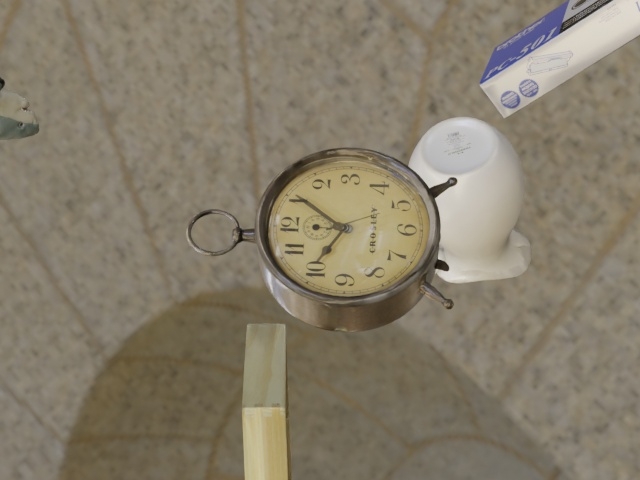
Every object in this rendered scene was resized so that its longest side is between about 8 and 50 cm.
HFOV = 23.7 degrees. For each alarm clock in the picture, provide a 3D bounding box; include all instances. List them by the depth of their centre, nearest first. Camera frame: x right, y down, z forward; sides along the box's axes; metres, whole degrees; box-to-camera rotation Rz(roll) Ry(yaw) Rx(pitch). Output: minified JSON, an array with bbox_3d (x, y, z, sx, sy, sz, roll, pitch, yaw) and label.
[{"bbox_3d":[0.000,0.000,1.086,0.192,0.129,0.064,5,-31,1],"label":"alarm clock"}]

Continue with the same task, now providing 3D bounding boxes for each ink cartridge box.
[{"bbox_3d":[0.251,-0.201,1.437,0.207,0.046,0.097,-32,16,29],"label":"ink cartridge box"}]

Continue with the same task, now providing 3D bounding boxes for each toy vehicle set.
[{"bbox_3d":[-0.043,0.227,1.337,0.035,0.166,0.266,-2,-70,0],"label":"toy vehicle set"}]

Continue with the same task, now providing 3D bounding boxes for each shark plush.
[{"bbox_3d":[-0.336,-0.098,1.378,0.161,0.073,0.067,-30,-66,-30],"label":"shark plush"}]

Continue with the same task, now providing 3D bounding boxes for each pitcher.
[{"bbox_3d":[0.139,-0.030,1.680,0.178,0.125,0.207,-20,-38,-2],"label":"pitcher"}]
